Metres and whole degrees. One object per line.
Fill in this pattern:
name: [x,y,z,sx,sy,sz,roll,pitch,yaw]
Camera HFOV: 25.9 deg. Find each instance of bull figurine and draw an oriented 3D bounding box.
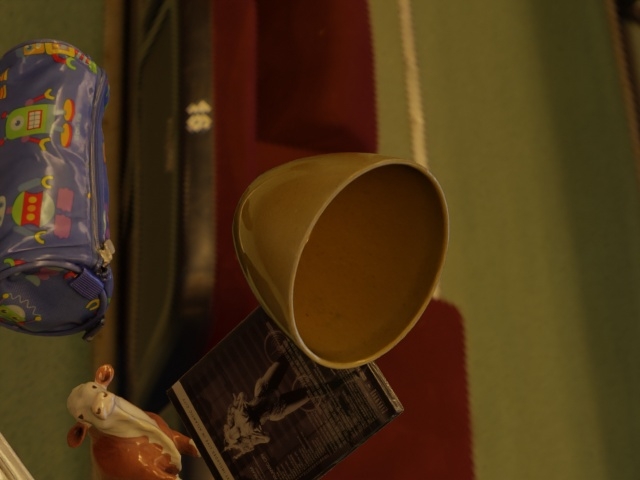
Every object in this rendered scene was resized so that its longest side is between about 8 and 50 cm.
bull figurine: [-0.204,0.282,1.657,0.188,0.310,0.101,19,46,17]

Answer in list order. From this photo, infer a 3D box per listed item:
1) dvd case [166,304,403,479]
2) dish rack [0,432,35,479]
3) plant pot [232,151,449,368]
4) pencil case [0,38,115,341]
dvd case: [-0.039,0.151,1.310,0.018,0.221,0.164,-4,57,-55]
dish rack: [-0.451,0.218,1.305,0.285,0.072,0.333,-36,84,-17]
plant pot: [0.000,0.000,0.866,0.134,0.134,0.095,-16,30,-41]
pencil case: [-0.259,-0.054,1.338,0.119,0.133,0.306,58,20,-51]
